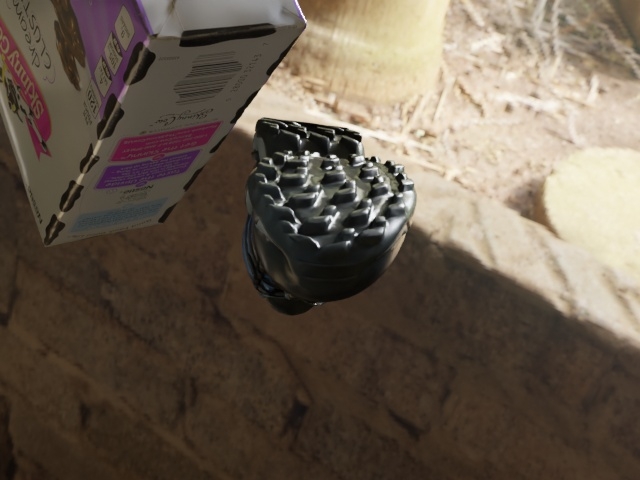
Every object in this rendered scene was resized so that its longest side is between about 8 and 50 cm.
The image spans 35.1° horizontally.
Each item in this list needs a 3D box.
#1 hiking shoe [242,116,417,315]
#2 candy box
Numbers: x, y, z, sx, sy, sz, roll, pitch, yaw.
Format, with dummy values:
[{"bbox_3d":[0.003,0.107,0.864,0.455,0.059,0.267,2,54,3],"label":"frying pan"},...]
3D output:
[{"bbox_3d":[0.000,0.000,0.720,0.113,0.132,0.304,5,16,-4],"label":"hiking shoe"},{"bbox_3d":[-0.101,-0.111,0.467,0.070,0.196,0.165,-14,74,-31],"label":"candy box"}]
